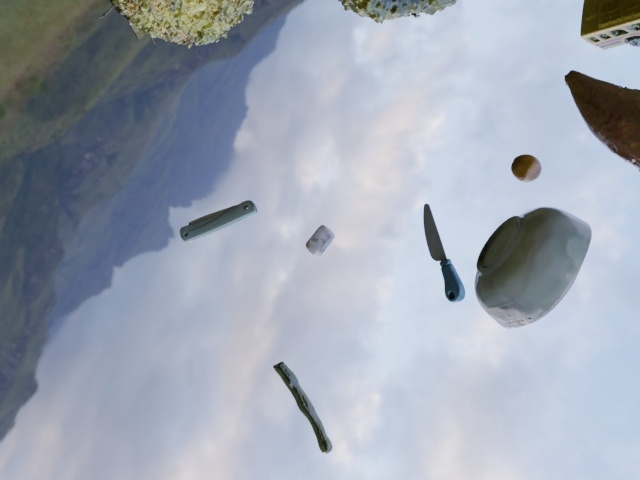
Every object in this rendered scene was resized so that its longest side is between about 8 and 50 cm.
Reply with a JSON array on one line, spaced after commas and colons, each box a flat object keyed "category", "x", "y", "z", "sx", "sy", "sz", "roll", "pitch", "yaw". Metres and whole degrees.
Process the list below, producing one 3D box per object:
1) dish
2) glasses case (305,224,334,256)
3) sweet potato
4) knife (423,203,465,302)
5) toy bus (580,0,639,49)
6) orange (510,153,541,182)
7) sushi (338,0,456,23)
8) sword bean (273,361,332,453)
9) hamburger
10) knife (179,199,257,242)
[{"category": "dish", "x": 0.383, "y": 0.037, "z": 1.403, "sx": 0.256, "sy": 0.117, "sz": 0.256, "roll": -54, "pitch": -173, "yaw": 9}, {"category": "glasses case", "x": 0.000, "y": 0.000, "z": 1.197, "sx": 0.021, "sy": 0.032, "sz": 0.083, "roll": -44, "pitch": -177, "yaw": 30}, {"category": "sweet potato", "x": 0.521, "y": -0.169, "z": 1.156, "sx": 0.131, "sy": 0.131, "sz": 0.336, "roll": -47, "pitch": -110, "yaw": 22}, {"category": "knife", "x": 0.279, "y": 0.032, "z": 1.737, "sx": 0.058, "sy": 0.032, "sz": 0.244, "roll": -39, "pitch": -113, "yaw": 55}, {"category": "toy bus", "x": 0.711, "y": -0.497, "z": 1.546, "sx": 0.335, "sy": 0.123, "sz": 0.121, "roll": 1, "pitch": -98, "yaw": 62}, {"category": "orange", "x": 0.576, "y": -0.203, "z": 2.065, "sx": 0.085, "sy": 0.085, "sz": 0.085, "roll": -42, "pitch": -151, "yaw": 30}, {"category": "sushi", "x": 0.165, "y": -0.708, "z": 1.690, "sx": 0.351, "sy": 0.396, "sz": 0.240, "roll": -21, "pitch": -138, "yaw": -18}, {"category": "sword bean", "x": -0.042, "y": 0.438, "z": 1.938, "sx": 0.043, "sy": 0.269, "sz": 0.038, "roll": -29, "pitch": 176, "yaw": -13}, {"category": "hamburger", "x": -0.205, "y": -0.382, "z": 1.057, "sx": 0.262, "sy": 0.243, "sz": 0.138, "roll": -22, "pitch": -124, "yaw": 0}, {"category": "knife", "x": -0.203, "y": -0.040, "z": 1.459, "sx": 0.162, "sy": 0.023, "sz": 0.044, "roll": -23, "pitch": -116, "yaw": 5}]
